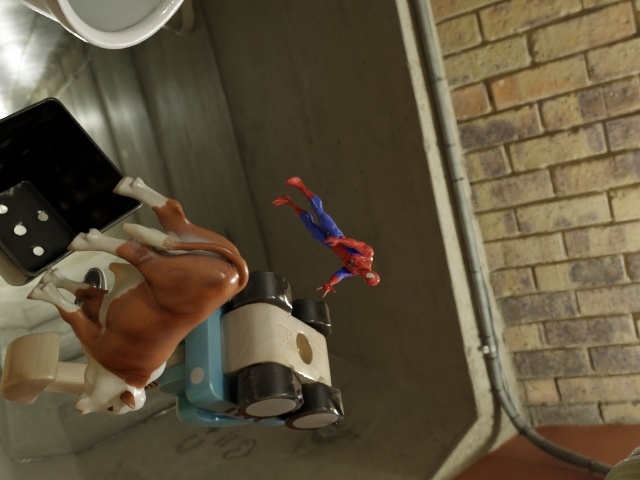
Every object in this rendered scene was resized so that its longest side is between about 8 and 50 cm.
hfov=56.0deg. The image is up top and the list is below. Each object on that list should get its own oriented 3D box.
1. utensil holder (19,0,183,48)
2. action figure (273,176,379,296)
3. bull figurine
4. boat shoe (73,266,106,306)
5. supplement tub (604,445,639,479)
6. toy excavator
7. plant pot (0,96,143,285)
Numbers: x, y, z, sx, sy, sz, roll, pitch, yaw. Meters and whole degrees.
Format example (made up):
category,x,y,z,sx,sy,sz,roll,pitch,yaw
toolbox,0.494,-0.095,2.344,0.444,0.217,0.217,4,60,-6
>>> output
category,x,y,z,sx,sy,sz,roll,pitch,yaw
utensil holder,-0.399,-0.499,0.839,0.385,0.328,0.327,28,-154,13
action figure,0.000,0.000,1.210,0.139,0.280,0.091,-28,158,-53
bull figurine,-0.216,0.077,0.679,0.310,0.188,0.101,-42,-160,25
boat shoe,-0.423,0.109,1.092,0.046,0.125,0.038,14,171,-2
supplement tub,0.579,0.521,1.027,0.235,0.236,0.324,-5,-163,45
toy excavator,-0.239,0.228,1.042,0.444,0.223,0.433,-23,146,20
plant pot,-0.391,-0.044,0.811,0.167,0.187,0.188,-35,-173,47
